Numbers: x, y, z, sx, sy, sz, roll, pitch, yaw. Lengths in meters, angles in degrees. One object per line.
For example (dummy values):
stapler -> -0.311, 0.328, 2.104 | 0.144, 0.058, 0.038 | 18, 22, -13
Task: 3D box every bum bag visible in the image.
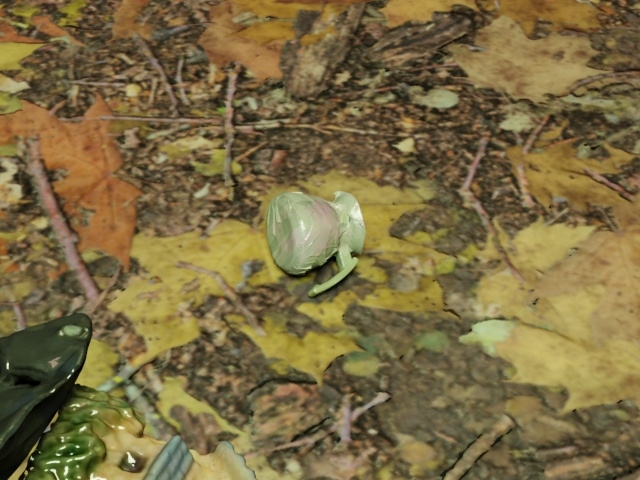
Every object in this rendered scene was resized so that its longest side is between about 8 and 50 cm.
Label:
bum bag -> -0.236, 0.150, 0.926 | 0.074, 0.310, 0.137 | 46, 28, -4

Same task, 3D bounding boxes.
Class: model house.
model house -> -0.095, 0.210, 0.930 | 0.172, 0.166, 0.183 | 18, 44, 11

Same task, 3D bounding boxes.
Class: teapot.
teapot -> 0.000, 0.000, 1.260 | 0.064, 0.064, 0.083 | -10, 74, -25
